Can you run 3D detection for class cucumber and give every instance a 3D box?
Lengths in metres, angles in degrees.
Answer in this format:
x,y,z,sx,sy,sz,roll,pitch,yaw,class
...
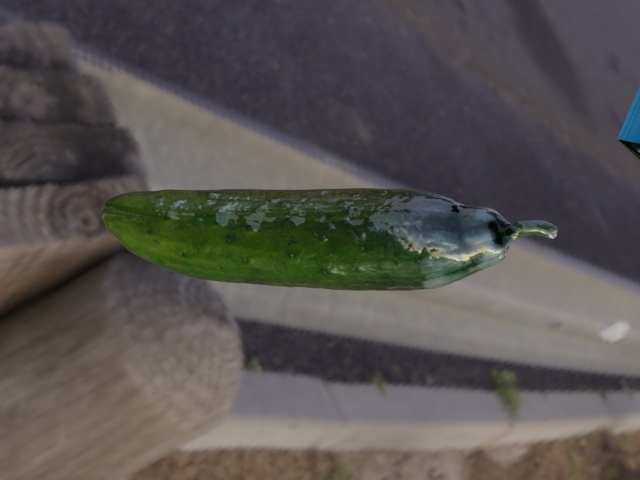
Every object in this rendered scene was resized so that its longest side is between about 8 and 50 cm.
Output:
x,y,z,sx,sy,sz,roll,pitch,yaw,class
0.000,0.000,0.804,0.056,0.250,0.056,2,90,-71,cucumber

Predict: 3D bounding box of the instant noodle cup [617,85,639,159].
x,y,z,sx,sy,sz,roll,pitch,yaw,class
0.249,-0.085,0.591,0.240,0.178,0.240,10,32,-6,instant noodle cup
